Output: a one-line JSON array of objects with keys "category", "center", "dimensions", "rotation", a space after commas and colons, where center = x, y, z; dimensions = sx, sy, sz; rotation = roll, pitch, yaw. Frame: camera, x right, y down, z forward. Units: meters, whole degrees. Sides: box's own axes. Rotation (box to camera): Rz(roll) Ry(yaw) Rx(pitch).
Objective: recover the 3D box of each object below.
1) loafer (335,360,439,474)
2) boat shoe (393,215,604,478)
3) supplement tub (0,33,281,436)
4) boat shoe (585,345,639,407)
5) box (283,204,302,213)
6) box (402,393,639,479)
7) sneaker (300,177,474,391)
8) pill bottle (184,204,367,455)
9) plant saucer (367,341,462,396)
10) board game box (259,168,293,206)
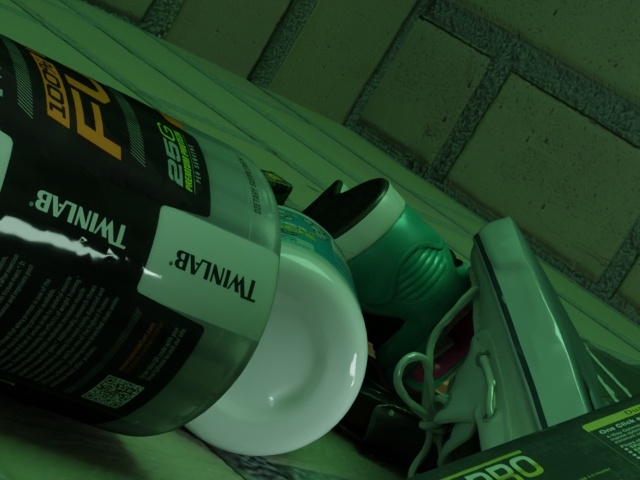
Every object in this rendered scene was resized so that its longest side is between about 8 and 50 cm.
[{"category": "loafer", "center": [0.049, 0.147, 1.562], "dimensions": [0.170, 0.062, 0.061], "rotation": [30, 29, 20]}, {"category": "boat shoe", "center": [0.127, 0.135, 1.449], "dimensions": [0.136, 0.156, 0.367], "rotation": [55, 15, -41]}, {"category": "supplement tub", "center": [-0.192, -0.016, 1.129], "dimensions": [0.316, 0.194, 0.193], "rotation": [24, 10, -39]}, {"category": "boat shoe", "center": [0.317, 0.189, 2.153], "dimensions": [0.320, 0.103, 0.118], "rotation": [5, 41, -48]}, {"category": "box", "center": [0.000, 0.000, 2.427], "dimensions": [0.164, 0.021, 0.201], "rotation": [36, 9, 34]}, {"category": "box", "center": [0.246, 0.182, 1.021], "dimensions": [0.395, 0.097, 0.318], "rotation": [-17, 31, -23]}, {"category": "sneaker", "center": [0.055, 0.040, 1.668], "dimensions": [0.178, 0.124, 0.295], "rotation": [49, -9, -9]}, {"category": "pill bottle", "center": [-0.045, 0.054, 1.426], "dimensions": [0.146, 0.146, 0.264], "rotation": [30, 7, -7]}, {"category": "plant saucer", "center": [0.061, 0.113, 1.831], "dimensions": [0.259, 0.048, 0.258], "rotation": [28, 8, -12]}, {"category": "board game box", "center": [-0.114, -0.008, 1.595], "dimensions": [0.030, 0.136, 0.259], "rotation": [32, 8, 22]}]
